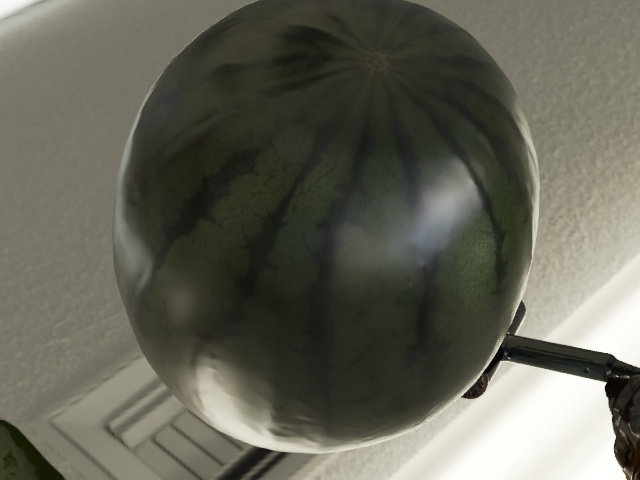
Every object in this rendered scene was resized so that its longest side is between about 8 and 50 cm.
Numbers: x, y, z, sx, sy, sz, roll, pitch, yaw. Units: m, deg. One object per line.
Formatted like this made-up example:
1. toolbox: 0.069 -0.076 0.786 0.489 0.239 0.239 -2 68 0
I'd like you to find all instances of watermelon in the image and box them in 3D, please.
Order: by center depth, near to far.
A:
1. watermelon: 0.000 0.000 0.675 0.279 0.359 0.278 2 -126 -3

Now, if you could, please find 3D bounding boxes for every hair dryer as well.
1. hair dryer: 0.248 0.113 1.048 0.195 0.050 0.173 3 -155 23

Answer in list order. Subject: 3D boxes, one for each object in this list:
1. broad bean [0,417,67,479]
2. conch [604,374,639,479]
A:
1. broad bean: -0.095 0.181 0.443 0.046 0.254 0.065 -37 178 33
2. conch: 0.152 0.080 0.247 0.080 0.086 0.233 -40 -165 -18
